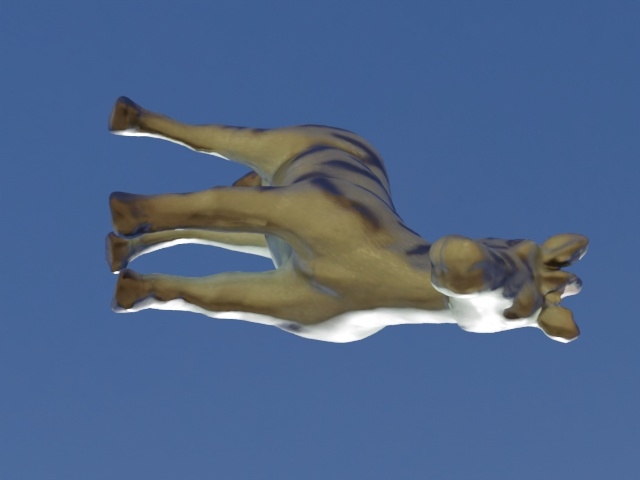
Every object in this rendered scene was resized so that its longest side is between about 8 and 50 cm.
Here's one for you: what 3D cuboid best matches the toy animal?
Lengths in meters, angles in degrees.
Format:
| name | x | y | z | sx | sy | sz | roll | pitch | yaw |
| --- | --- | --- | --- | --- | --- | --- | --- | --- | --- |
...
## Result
| name | x | y | z | sx | sy | sz | roll | pitch | yaw |
| --- | --- | --- | --- | --- | --- | --- | --- | --- | --- |
| toy animal | -0.015 | 0.002 | 0.854 | 0.170 | 0.255 | 0.090 | -2 | -69 | -26 |
